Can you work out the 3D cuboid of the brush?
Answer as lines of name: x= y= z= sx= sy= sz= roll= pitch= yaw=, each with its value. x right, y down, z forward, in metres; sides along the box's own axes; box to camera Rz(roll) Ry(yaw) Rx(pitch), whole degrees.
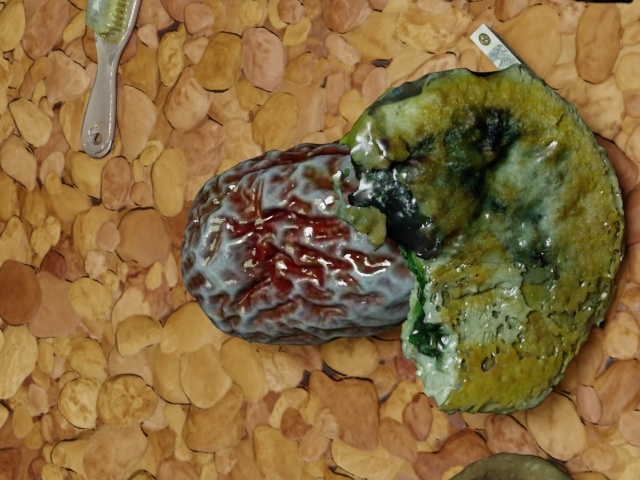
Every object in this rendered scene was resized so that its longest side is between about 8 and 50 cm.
brush: x=-0.294 y=-0.266 z=1.542 sx=0.072 sy=0.067 sz=0.312 roll=13 pitch=96 yaw=29

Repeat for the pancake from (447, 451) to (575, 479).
pancake: x=0.168 y=0.322 z=1.185 sx=0.242 sy=0.050 sz=0.242 roll=-38 pitch=31 yaw=28

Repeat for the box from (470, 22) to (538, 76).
box: x=0.204 y=-0.196 z=1.257 sx=0.024 sy=0.054 sz=0.083 roll=-44 pitch=68 yaw=16

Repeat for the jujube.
jujube: x=0.000 y=0.000 z=1.275 sx=0.317 sy=0.226 sz=0.226 roll=-13 pitch=81 yaw=33

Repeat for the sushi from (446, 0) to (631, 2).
sushi: x=0.204 y=-0.332 z=1.231 sx=0.273 sy=0.109 sz=0.134 roll=7 pitch=90 yaw=30

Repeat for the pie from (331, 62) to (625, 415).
pie: x=0.173 y=-0.002 z=1.146 sx=0.078 sy=0.296 sz=0.371 roll=20 pitch=137 yaw=63
